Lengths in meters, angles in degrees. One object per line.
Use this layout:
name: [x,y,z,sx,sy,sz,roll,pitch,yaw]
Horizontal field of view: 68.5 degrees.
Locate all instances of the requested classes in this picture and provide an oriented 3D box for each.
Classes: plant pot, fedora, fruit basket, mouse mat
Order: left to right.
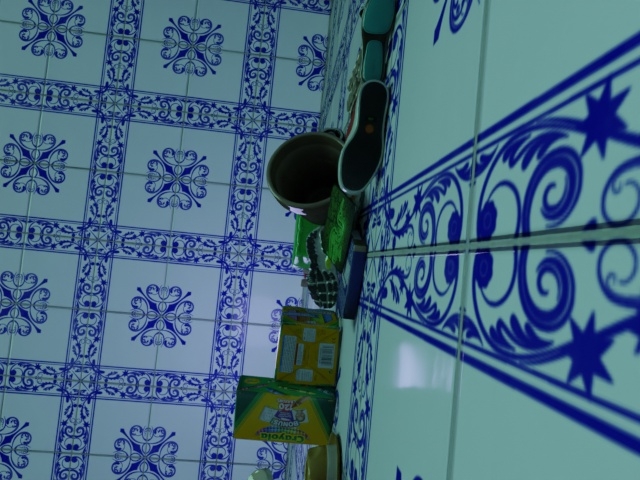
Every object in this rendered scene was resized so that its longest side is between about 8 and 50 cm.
plant pot: [-0.012,-0.161,1.437,0.229,0.263,0.263,68,-156,-63]
fruit basket: [0.000,0.000,1.741,0.353,0.166,0.326,53,-139,-74]
fedora: [0.002,0.580,1.176,0.194,0.079,0.194,-174,90,-86]
mouse mat: [0.043,-0.031,1.172,0.152,0.007,0.189,-125,40,-55]

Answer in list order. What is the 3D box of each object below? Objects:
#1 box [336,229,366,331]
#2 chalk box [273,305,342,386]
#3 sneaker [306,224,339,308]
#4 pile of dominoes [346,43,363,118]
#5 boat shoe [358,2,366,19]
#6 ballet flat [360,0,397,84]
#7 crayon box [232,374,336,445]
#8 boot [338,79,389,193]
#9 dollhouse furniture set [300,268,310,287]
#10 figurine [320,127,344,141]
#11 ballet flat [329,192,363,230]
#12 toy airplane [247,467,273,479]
box: [0.073,0.097,1.159,0.136,0.037,0.225,-98,16,-72]
chalk box: [-0.045,0.311,1.460,0.289,0.179,0.180,-144,60,-84]
sneaker: [0.023,0.085,1.500,0.110,0.107,0.275,-32,-56,-63]
pile of dominoes: [0.130,-0.485,1.339,0.251,0.040,0.195,114,164,-48]
boat shoe: [0.126,-0.566,1.170,0.066,0.063,0.184,101,172,-50]
ballet flat: [0.122,-0.455,1.053,0.068,0.072,0.213,-84,1,-69]
crayon box: [-0.105,0.490,1.356,0.081,0.279,0.165,-96,12,-72]
boot: [0.093,-0.227,1.073,0.176,0.089,0.244,-108,30,-82]
dollhouse furniture set: [-0.057,0.056,2.198,0.262,0.135,0.259,-92,9,-58]
figurine: [0.043,-0.285,1.809,0.209,0.093,0.214,87,-175,-64]
ballet flat: [0.060,-0.036,1.245,0.091,0.077,0.240,-100,16,-71]
toy airplane: [-0.096,0.760,0.999,0.384,0.273,0.386,40,115,46]
